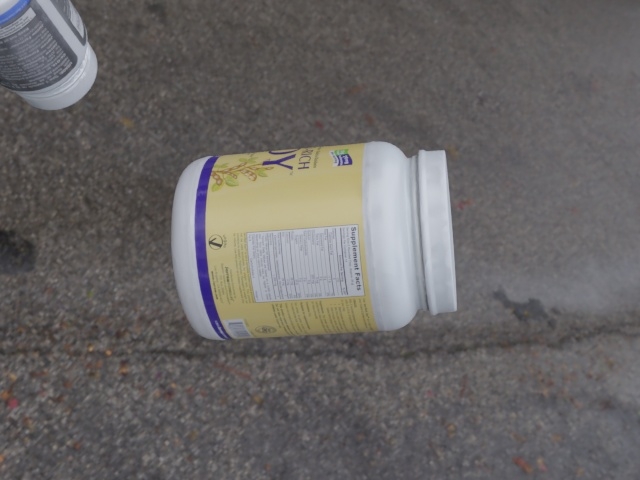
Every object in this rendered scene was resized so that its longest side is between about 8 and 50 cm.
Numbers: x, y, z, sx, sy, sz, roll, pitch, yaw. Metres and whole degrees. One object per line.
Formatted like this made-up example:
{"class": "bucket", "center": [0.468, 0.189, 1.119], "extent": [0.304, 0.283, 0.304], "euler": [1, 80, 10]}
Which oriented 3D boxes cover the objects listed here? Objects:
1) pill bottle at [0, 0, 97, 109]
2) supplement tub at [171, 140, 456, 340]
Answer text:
{"class": "pill bottle", "center": [-0.208, -0.149, 0.622], "extent": [0.078, 0.078, 0.137], "euler": [58, -4, 20]}
{"class": "supplement tub", "center": [0.000, 0.000, 1.149], "extent": [0.241, 0.331, 0.241], "euler": [-4, 90, -81]}
